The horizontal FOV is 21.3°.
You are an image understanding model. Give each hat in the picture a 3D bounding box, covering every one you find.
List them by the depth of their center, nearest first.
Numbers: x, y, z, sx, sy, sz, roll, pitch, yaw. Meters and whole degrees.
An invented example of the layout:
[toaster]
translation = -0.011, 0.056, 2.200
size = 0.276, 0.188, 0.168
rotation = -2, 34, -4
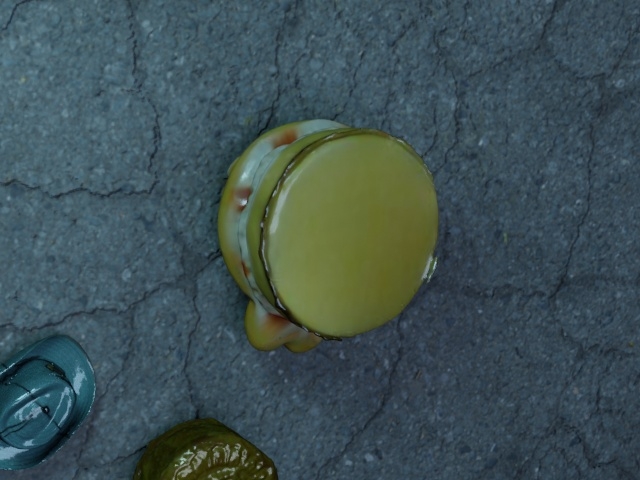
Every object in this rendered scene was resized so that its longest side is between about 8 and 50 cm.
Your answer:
[hat]
translation = -0.350, 0.202, 2.063
size = 0.191, 0.078, 0.138
rotation = -44, 119, -11

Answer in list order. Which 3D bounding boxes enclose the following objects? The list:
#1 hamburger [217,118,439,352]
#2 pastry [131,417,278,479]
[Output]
[hamburger]
translation = 0.000, 0.000, 2.132
size = 0.261, 0.186, 0.302
rotation = -6, 98, -29
[pastry]
translation = -0.148, 0.324, 2.198
size = 0.189, 0.103, 0.188
rotation = -10, 110, -27
